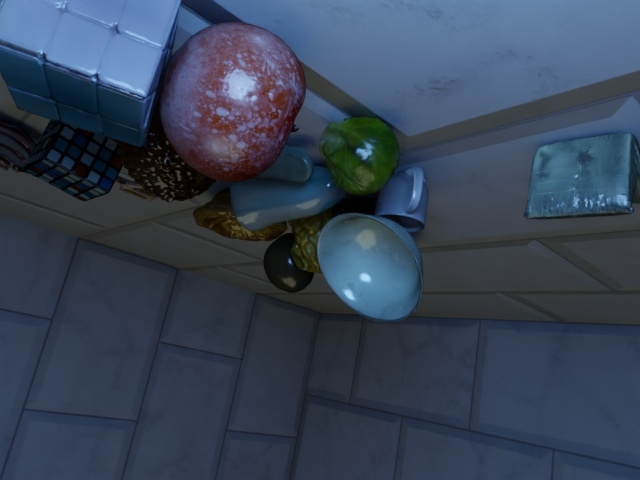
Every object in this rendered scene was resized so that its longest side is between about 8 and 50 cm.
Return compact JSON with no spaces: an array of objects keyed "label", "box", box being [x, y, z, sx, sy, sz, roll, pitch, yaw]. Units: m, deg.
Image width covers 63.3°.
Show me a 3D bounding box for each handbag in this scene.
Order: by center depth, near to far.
[{"label":"handbag","box":[0.146,-0.049,1.597,0.169,0.155,0.215,-4,159,20]}]

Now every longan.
[{"label":"longan","box":[-0.111,0.079,1.851,0.198,0.212,0.198,0,-171,0]}]

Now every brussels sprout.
[{"label":"brussels sprout","box":[0.086,-0.191,1.134,0.180,0.144,0.161,46,136,11]}]

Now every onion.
[{"label":"onion","box":[-0.992,-0.297,1.560,0.280,0.146,0.314,16,180,37]}]

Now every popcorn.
[{"label":"popcorn","box":[0.000,0.000,1.703,0.190,0.250,0.250,-16,154,24]}]

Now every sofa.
[{"label":"sofa","box":[0.568,-0.098,1.086,0.210,0.175,0.225,-2,160,39]}]

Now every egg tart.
[{"label":"egg tart","box":[-0.267,-0.091,1.788,0.341,0.129,0.341,9,164,2]}]

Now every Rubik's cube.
[{"label":"Rubik's cube","box":[-0.368,-0.319,0.858,0.225,0.221,0.231,16,164,-17]},{"label":"Rubik's cube","box":[-0.645,-0.233,1.394,0.184,0.187,0.182,-4,151,47]}]

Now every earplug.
[{"label":"earplug","box":[-0.074,-0.137,1.457,0.324,0.184,0.185,-8,157,31]}]

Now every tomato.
[{"label":"tomato","box":[-0.158,-0.245,0.898,0.227,0.270,0.270,28,158,-29]}]

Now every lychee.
[{"label":"lychee","box":[-0.326,-0.225,1.152,0.268,0.267,0.267,10,165,3]}]

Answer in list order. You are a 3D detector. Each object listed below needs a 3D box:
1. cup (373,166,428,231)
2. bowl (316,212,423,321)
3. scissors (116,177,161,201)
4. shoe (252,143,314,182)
[{"label":"cup","box":[0.209,-0.115,1.338,0.134,0.141,0.173,5,164,22]},{"label":"bowl","box":[0.155,0.044,1.339,0.313,0.313,0.146,-4,-157,43]},{"label":"scissors","box":[-0.712,-0.206,1.874,0.160,0.024,0.318,-1,161,37]},{"label":"shoe","box":[-0.108,-0.205,1.350,0.251,0.103,0.100,13,-155,34]}]
